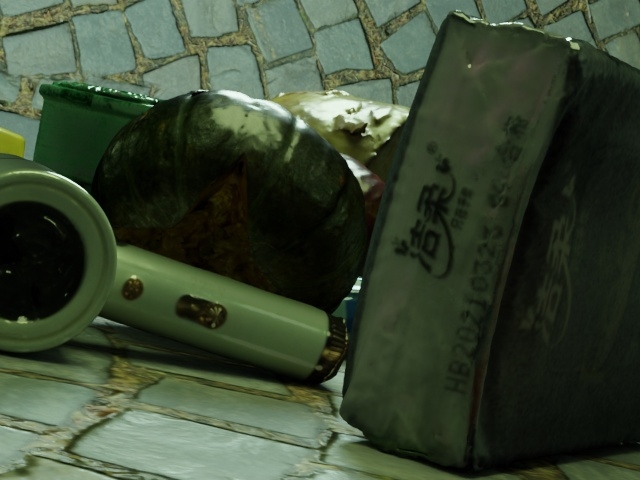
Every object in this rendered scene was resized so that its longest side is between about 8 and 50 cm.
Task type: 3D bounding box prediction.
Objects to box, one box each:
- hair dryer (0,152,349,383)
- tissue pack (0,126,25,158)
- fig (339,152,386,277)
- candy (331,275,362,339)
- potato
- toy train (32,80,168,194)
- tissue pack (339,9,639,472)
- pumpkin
[{"bbox_3d":[-0.124,0.040,1.161,0.362,0.128,0.203,20,0,-20],"label":"hair dryer"},{"bbox_3d":[-0.530,-0.120,2.302,0.123,0.127,0.178,19,-2,-42],"label":"tissue pack"},{"bbox_3d":[0.001,0.001,1.732,0.205,0.205,0.205,12,3,-1],"label":"fig"},{"bbox_3d":[0.025,0.070,1.468,0.331,0.077,0.187,9,-5,3],"label":"candy"},{"bbox_3d":[-0.031,-0.085,2.005,0.237,0.289,0.301,31,-14,16],"label":"potato"},{"bbox_3d":[-0.212,-0.060,1.676,0.145,0.202,0.266,9,5,-44],"label":"toy train"},{"bbox_3d":[0.178,0.011,1.136,0.124,0.288,0.394,15,3,31],"label":"tissue pack"},{"bbox_3d":[-0.077,-0.020,1.301,0.237,0.238,0.159,13,44,15],"label":"pumpkin"}]
